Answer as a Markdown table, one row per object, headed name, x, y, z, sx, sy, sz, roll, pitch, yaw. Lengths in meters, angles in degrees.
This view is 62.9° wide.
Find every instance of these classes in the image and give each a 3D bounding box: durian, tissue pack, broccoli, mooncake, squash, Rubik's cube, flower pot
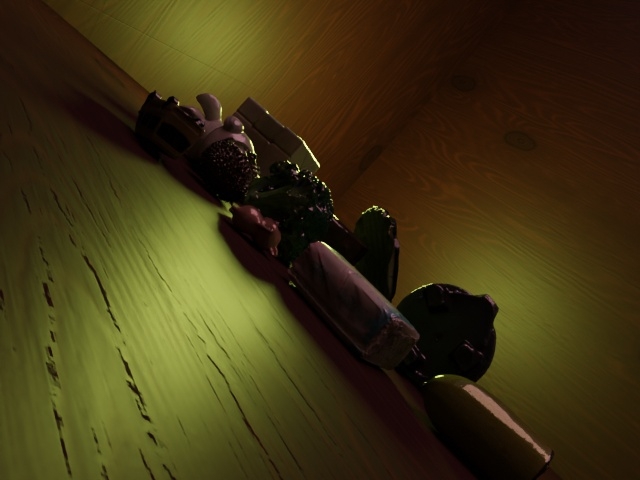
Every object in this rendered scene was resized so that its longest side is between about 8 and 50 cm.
| name | x | y | z | sx | sy | sz | roll | pitch | yaw |
| --- | --- | --- | --- | --- | --- | --- | --- | --- | --- |
| durian | -0.247 | -0.179 | 1.449 | 0.196 | 0.166 | 0.196 | 37 | 36 | -34 |
| tissue pack | 0.072 | 0.141 | 1.134 | 0.271 | 0.124 | 0.201 | 43 | -2 | 34 |
| broccoli | -0.089 | -0.074 | 1.412 | 0.245 | 0.265 | 0.295 | 14 | 48 | -11 |
| mooncake | 0.000 | -0.002 | 1.870 | 0.324 | 0.187 | 0.324 | 42 | 0 | 0 |
| squash | 0.300 | 0.350 | 0.995 | 0.247 | 0.132 | 0.132 | 44 | 2 | 17 |
| Rubik's cube | -0.239 | -0.326 | 2.138 | 0.316 | 0.319 | 0.322 | 42 | 1 | 14 |
| flower pot | 0.334 | 0.251 | 1.395 | 0.299 | 0.299 | 0.283 | 43 | -2 | 25 |

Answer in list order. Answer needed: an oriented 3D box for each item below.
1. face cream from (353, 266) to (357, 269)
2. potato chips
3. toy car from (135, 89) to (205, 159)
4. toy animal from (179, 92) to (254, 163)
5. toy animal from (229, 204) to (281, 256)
| name | x | y | z | sx | sy | sz | roll | pitch | yaw |
| --- | --- | --- | --- | --- | --- | --- | --- | --- | --- |
| face cream | 0.125 | 0.158 | 2.168 | 0.285 | 0.067 | 0.139 | 43 | -33 | 6 |
| potato chips | 0.198 | 0.077 | 1.897 | 0.069 | 0.430 | 0.358 | 4 | -16 | -17 |
| toy car | -0.372 | -0.272 | 1.243 | 0.101 | 0.124 | 0.256 | 41 | -7 | -35 |
| toy animal | -0.332 | -0.308 | 1.660 | 0.310 | 0.182 | 0.247 | 49 | -27 | 49 |
| toy animal | -0.149 | -0.030 | 1.205 | 0.150 | 0.089 | 0.083 | 45 | 23 | -16 |
